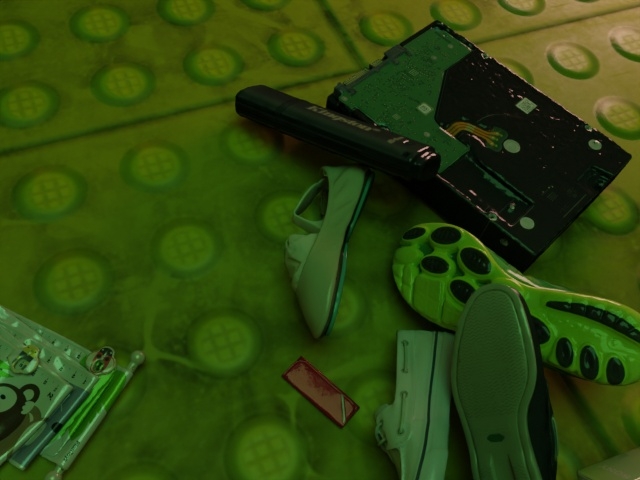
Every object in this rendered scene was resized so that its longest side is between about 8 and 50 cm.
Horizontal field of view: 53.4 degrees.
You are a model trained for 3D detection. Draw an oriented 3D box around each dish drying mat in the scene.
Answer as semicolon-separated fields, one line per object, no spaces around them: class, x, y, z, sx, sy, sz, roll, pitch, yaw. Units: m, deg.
dish drying mat;0.000;0.158;0.667;0.083;0.008;0.032;38;62;16

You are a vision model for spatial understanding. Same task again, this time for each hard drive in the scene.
hard drive;0.204;-0.138;0.849;0.339;0.064;0.237;42;62;17

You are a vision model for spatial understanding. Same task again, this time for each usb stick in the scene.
usb stick;0.014;-0.135;0.787;0.278;0.045;0.077;26;23;26

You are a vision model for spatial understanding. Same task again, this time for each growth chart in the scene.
growth chart;-0.318;0.144;0.627;0.238;0.021;0.171;21;59;6

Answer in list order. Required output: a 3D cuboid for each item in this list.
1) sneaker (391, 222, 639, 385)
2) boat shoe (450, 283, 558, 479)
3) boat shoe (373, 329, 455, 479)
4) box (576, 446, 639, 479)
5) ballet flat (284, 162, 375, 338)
sneaker;0.205;0.077;0.697;0.296;0.123;0.109;29;85;30
boat shoe;0.180;0.156;0.607;0.079;0.084;0.232;-3;85;-53
boat shoe;0.088;0.187;0.629;0.076;0.083;0.226;8;45;12
box;0.395;0.271;0.560;0.322;0.058;0.232;-12;90;-17
ballet flat;0.000;0.000;0.726;0.086;0.086;0.248;16;48;3
